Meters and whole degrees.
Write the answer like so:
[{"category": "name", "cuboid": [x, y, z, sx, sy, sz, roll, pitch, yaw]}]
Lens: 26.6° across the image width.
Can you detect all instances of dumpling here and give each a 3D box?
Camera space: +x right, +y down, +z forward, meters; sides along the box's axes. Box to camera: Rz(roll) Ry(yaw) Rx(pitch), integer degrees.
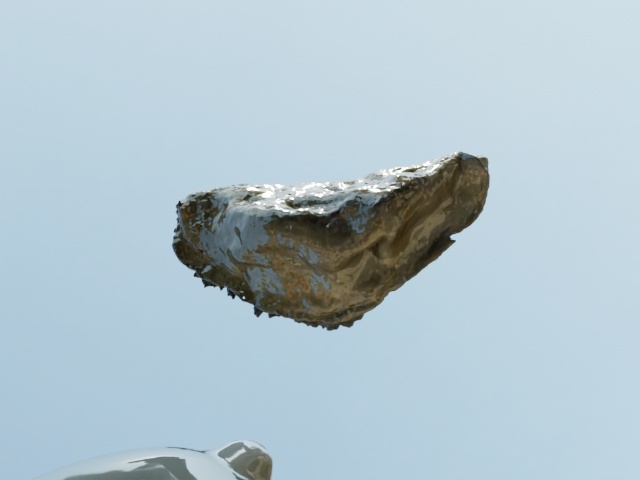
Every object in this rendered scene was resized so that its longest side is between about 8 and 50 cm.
[{"category": "dumpling", "cuboid": [-0.001, -0.005, 1.302, 0.086, 0.332, 0.166, 54, -149, -55]}]

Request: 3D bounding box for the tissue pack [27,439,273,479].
[{"category": "tissue pack", "cuboid": [-0.070, 0.273, 0.734, 0.236, 0.229, 0.333, -32, -47, -11]}]
